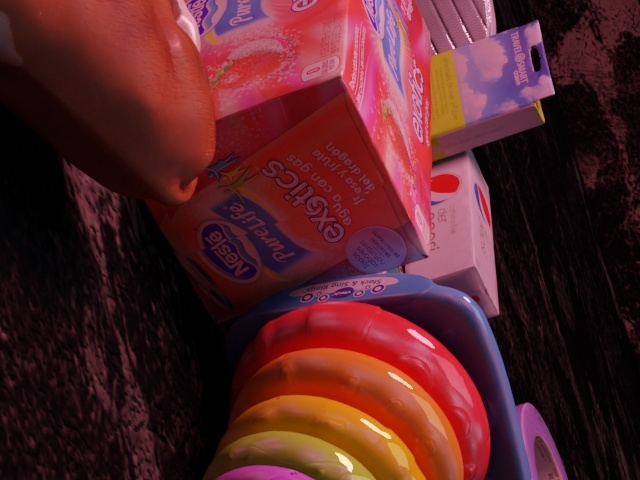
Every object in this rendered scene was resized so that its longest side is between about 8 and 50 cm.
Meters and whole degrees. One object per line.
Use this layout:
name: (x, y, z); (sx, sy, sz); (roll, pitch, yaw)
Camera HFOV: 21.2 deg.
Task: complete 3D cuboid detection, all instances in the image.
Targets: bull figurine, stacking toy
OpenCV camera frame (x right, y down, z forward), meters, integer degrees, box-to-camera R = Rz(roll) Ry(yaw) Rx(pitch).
bull figurine: (-0.147, -0.140, 0.828); (0.310, 0.101, 0.188); (54, 21, -48)
stacking toy: (-0.011, 0.155, 0.931); (0.302, 0.175, 0.166); (-51, 128, -56)

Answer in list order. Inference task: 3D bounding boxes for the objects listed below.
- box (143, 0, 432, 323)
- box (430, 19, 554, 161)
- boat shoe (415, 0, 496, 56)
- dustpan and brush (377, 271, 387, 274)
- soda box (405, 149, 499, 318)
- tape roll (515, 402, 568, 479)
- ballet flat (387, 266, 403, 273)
box: (-0.020, -0.103, 1.142); (0.300, 0.154, 0.142); (-84, 151, -55)
box: (0.151, -0.148, 1.745); (0.042, 0.178, 0.109); (54, 23, -50)
boat shoe: (0.143, -0.318, 2.068); (0.094, 0.109, 0.302); (35, 36, -69)
dustpan and brush: (0.000, 0.000, 1.298); (0.211, 0.060, 0.147); (58, 24, -61)
soda box: (0.128, -0.005, 1.699); (0.216, 0.074, 0.069); (-87, 154, -54)
tape roll: (0.181, 0.250, 1.578); (0.189, 0.080, 0.189); (-18, 90, -74)
ballet flat: (0.041, 0.002, 1.468); (0.041, 0.041, 0.114); (-36, 107, -74)
